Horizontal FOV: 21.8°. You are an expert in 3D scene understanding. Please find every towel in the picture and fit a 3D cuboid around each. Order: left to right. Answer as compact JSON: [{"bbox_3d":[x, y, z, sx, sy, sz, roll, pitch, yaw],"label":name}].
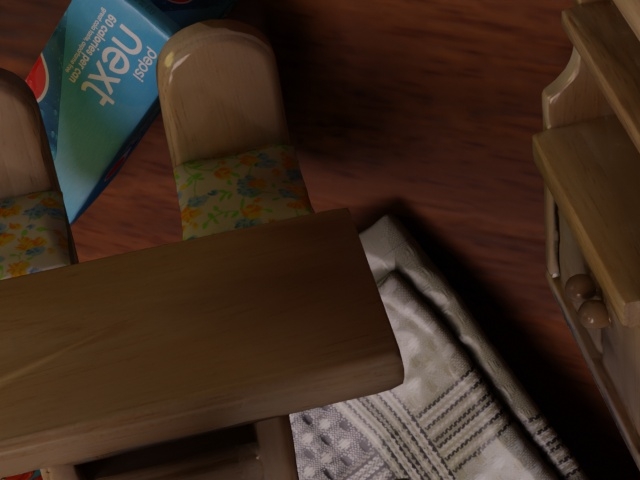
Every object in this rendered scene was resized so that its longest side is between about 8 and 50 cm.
[{"bbox_3d":[0.020,0.189,1.027,0.312,0.056,0.324,-39,83,32],"label":"towel"}]

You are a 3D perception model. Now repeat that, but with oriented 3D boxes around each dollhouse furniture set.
[{"bbox_3d":[0.000,0.000,0.753,0.394,0.362,0.256,-12,130,-5],"label":"dollhouse furniture set"}]

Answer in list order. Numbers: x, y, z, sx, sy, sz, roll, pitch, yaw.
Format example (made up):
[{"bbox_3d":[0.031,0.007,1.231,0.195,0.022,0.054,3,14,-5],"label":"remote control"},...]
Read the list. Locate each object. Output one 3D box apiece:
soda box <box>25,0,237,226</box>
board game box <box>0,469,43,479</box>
[{"bbox_3d":[-0.131,-0.090,0.985,0.071,0.067,0.210,39,137,-3],"label":"soda box"},{"bbox_3d":[-0.336,0.294,1.280,0.302,0.308,0.086,-9,115,37],"label":"board game box"}]
